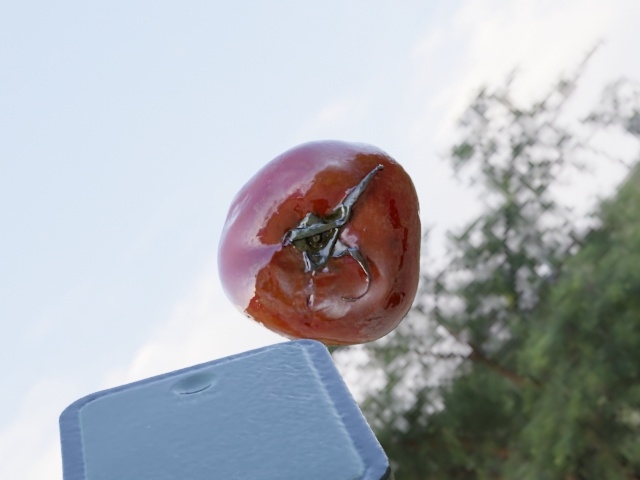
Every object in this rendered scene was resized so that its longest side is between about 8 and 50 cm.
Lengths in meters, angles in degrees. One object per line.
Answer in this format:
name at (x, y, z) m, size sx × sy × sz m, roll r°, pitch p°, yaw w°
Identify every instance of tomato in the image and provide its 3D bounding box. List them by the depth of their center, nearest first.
tomato at (0.000, 0.000, 1.323) m, size 0.187 × 0.187 × 0.151 m, roll -47°, pitch 2°, yaw 3°

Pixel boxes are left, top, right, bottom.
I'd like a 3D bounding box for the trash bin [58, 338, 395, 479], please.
trash bin at (-0.026, 0.258, 0.851) m, size 0.158 × 0.223 × 0.343 m, roll -14°, pitch -72°, yaw -7°
